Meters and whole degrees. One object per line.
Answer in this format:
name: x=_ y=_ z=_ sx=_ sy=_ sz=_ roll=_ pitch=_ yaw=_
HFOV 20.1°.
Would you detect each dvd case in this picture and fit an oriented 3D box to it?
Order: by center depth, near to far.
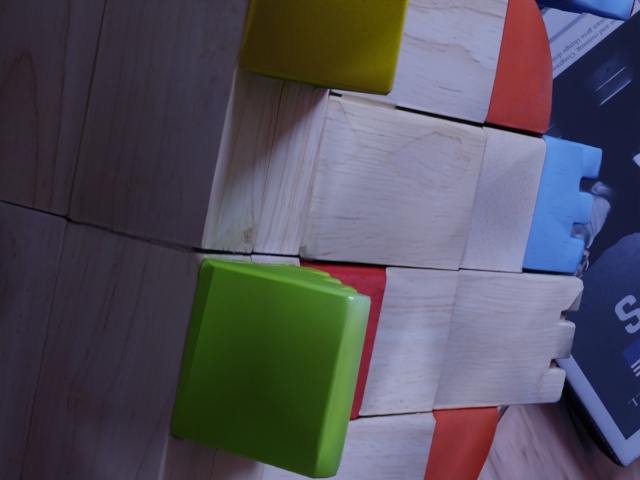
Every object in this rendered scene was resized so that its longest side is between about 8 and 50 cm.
dvd case: x=0.154 y=-0.027 z=0.826 sx=0.179 sy=0.029 sz=0.238 roll=-39 pitch=124 yaw=-4

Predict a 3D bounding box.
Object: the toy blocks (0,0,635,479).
toy blocks: x=0.000 y=0.000 z=0.606 sx=0.261 sy=0.191 sz=0.381 roll=5 pitch=97 yaw=-57
